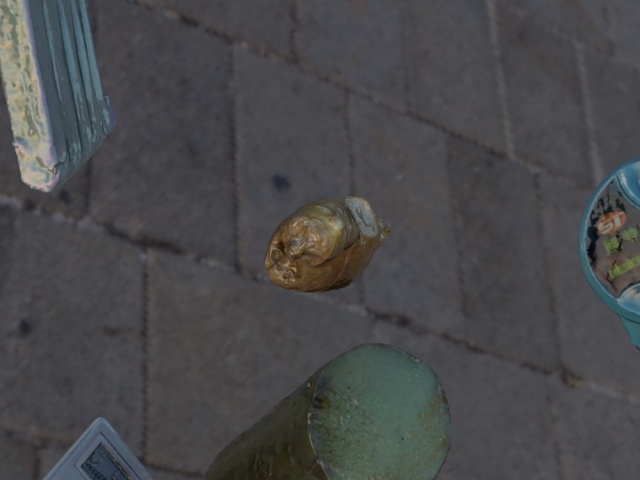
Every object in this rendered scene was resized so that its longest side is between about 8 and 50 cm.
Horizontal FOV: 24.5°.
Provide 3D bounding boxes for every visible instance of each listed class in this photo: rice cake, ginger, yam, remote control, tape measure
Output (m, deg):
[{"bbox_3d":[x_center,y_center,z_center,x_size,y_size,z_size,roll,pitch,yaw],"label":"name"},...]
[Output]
[{"bbox_3d":[-0.193,-0.150,1.048,0.189,0.037,0.198,-71,152,-73],"label":"rice cake"},{"bbox_3d":[-0.007,0.004,1.112,0.067,0.096,0.165,67,16,10],"label":"ginger"},{"bbox_3d":[0.003,0.219,1.442,0.161,0.268,0.161,15,58,-25],"label":"yam"},{"bbox_3d":[-0.269,0.304,1.445,0.109,0.055,0.313,53,34,-10],"label":"remote control"},{"bbox_3d":[0.240,0.005,0.991,0.081,0.125,0.146,29,38,-61],"label":"tape measure"}]
